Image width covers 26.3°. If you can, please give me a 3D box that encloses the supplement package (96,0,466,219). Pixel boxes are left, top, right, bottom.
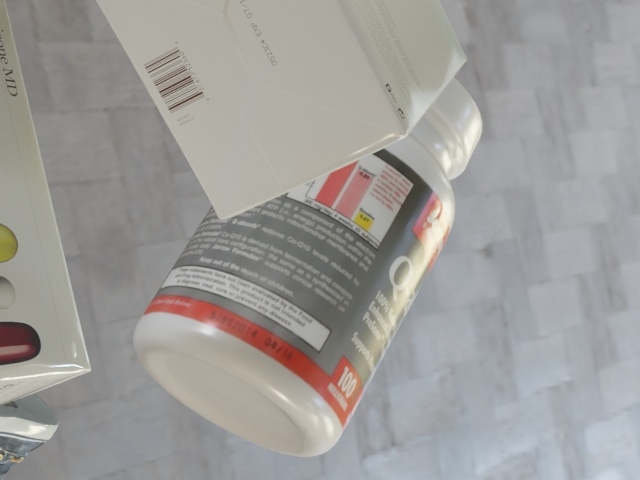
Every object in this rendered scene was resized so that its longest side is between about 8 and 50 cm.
[{"bbox_3d":[-0.023,-0.154,0.934,0.194,0.149,0.203,62,24,-11],"label":"supplement package"}]

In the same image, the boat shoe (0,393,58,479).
[{"bbox_3d":[-0.284,0.152,1.075,0.083,0.065,0.183,-49,150,4],"label":"boat shoe"}]

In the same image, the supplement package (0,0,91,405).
[{"bbox_3d":[-0.289,-0.010,0.862,0.145,0.204,0.261,-1,72,-55],"label":"supplement package"}]

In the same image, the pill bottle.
[{"bbox_3d":[0.000,0.000,1.287,0.210,0.210,0.363,45,63,-32],"label":"pill bottle"}]
